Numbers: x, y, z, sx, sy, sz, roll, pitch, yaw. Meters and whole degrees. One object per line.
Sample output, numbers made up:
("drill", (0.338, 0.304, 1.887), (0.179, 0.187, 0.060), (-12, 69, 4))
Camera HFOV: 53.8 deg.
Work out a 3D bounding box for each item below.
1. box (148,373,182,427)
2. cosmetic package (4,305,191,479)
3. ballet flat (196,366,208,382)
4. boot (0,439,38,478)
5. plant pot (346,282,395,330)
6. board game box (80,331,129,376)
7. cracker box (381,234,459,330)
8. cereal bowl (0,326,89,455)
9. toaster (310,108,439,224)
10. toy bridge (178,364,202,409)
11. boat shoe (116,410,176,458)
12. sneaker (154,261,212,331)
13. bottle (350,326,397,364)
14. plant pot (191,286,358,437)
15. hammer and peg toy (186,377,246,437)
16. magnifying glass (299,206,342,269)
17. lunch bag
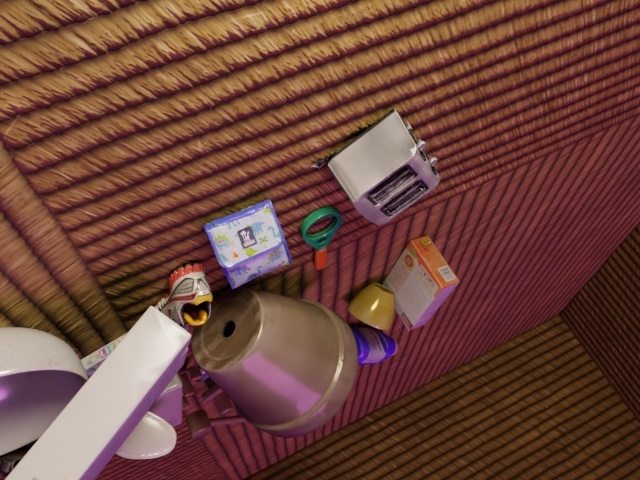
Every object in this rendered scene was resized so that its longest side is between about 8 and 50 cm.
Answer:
("box", (-0.405, 0.386, 1.544), (0.113, 0.094, 0.275), (-18, 152, -25))
("cosmetic package", (-0.386, 0.320, 1.117), (0.377, 0.097, 0.284), (-54, 177, -26))
("ballet flat", (-0.288, 0.324, 1.630), (0.114, 0.041, 0.041), (-36, 154, 11))
("boot", (-0.598, 0.447, 1.287), (0.228, 0.091, 0.263), (1, 167, 24))
("plant pot", (0.153, 0.173, 1.735), (0.134, 0.134, 0.095), (13, 105, -55))
("board game box", (-0.422, 0.243, 1.343), (0.154, 0.026, 0.103), (-30, 155, -2))
("cracker box", (0.262, 0.118, 1.695), (0.067, 0.156, 0.232), (-16, 152, -29))
("cereal bowl", (-0.576, 0.248, 1.059), (0.339, 0.141, 0.339), (-24, 153, -13))
("toaster", (0.112, -0.126, 1.148), (0.185, 0.110, 0.168), (-36, 153, 12))
("toy bridge", (-0.343, 0.366, 1.607), (0.026, 0.063, 0.188), (-12, 148, -33))
("boat shoe", (-0.474, 0.419, 1.411), (0.304, 0.109, 0.091), (13, 161, -8))
("sneaker", (-0.271, 0.142, 1.246), (0.088, 0.093, 0.225), (-13, 150, -32))
("bottle", (0.160, 0.340, 2.031), (0.092, 0.118, 0.283), (-41, 152, 20))
("plant pot", (-0.120, 0.242, 1.392), (0.323, 0.323, 0.280), (-36, 138, 11))
("hammer and peg toy", (-0.200, 0.393, 1.738), (0.361, 0.127, 0.266), (-38, 155, 16))
("magnifying glass", (0.000, 0.000, 1.361), (0.092, 0.026, 0.231), (-24, 152, -14))
("lunch bag", (-0.132, 0.001, 1.148), (0.128, 0.096, 0.151), (-23, 140, -9))
